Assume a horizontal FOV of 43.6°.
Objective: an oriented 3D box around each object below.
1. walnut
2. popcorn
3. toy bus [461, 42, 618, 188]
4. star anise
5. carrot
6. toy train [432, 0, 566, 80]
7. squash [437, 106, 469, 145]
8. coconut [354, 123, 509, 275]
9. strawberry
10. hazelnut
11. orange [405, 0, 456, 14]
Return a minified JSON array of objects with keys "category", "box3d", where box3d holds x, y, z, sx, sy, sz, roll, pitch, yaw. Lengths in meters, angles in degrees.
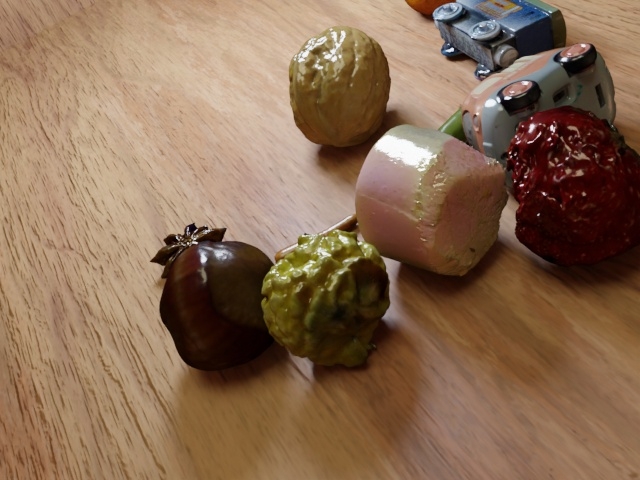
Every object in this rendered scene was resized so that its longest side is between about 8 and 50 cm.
[{"category":"walnut","box3d":[0.041,-0.317,1.697,0.224,0.257,0.257,-17,31,50]},{"category":"popcorn","box3d":[0.011,0.092,1.266,0.218,0.189,0.169,-38,33,-16]},{"category":"toy bus","box3d":[0.383,-0.238,1.456,0.287,0.194,0.232,-33,31,-11]},{"category":"star anise","box3d":[-0.259,0.019,1.587,0.167,0.057,0.168,-15,38,12]},{"category":"carrot","box3d":[0.000,0.000,1.498,0.190,0.037,0.037,-27,38,-10]},{"category":"toy train","box3d":[0.384,-0.470,1.768,0.201,0.131,0.300,-27,39,-7]},{"category":"squash","box3d":[0.296,-0.235,1.588,0.252,0.066,0.066,-42,41,-23]},{"category":"coconut","box3d":[0.173,-0.071,1.340,0.233,0.233,0.245,-40,35,-19]},{"category":"strawberry","box3d":[0.390,-0.078,1.236,0.220,0.274,0.274,-48,33,20]},{"category":"hazelnut","box3d":[-0.168,0.103,1.341,0.229,0.230,0.230,-14,39,12]},{"category":"orange","box3d":[0.303,-0.673,2.015,0.224,0.170,0.224,-16,38,13]}]
